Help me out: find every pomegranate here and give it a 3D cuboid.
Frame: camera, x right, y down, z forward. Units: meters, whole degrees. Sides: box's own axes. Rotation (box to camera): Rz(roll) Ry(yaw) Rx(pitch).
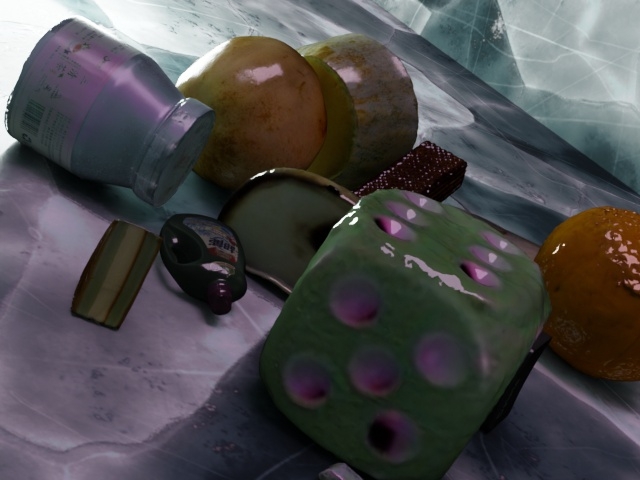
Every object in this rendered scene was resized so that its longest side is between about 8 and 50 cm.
[{"bbox_3d":[-0.144,-0.232,2.256,0.319,0.319,0.319,23,23,-10],"label":"pomegranate"}]

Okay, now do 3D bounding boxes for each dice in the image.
[{"bbox_3d":[0.127,0.130,1.727,0.318,0.330,0.322,33,22,9],"label":"dice"}]

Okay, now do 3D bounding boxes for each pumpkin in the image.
[{"bbox_3d":[0.016,-0.241,2.444,0.332,0.332,0.199,38,39,24],"label":"pumpkin"}]

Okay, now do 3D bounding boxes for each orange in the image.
[{"bbox_3d":[0.553,0.111,2.297,0.340,0.293,0.340,32,32,-23],"label":"orange"}]

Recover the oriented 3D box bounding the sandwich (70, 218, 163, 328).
[{"bbox_3d":[-0.285,0.025,1.706,0.079,0.163,0.113,22,22,-15],"label":"sandwich"}]

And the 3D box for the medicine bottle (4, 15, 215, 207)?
[{"bbox_3d":[-0.349,-0.209,2.041,0.290,0.245,0.245,30,23,4],"label":"medicine bottle"}]

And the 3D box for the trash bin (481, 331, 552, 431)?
[{"bbox_3d":[0.233,0.174,1.969,0.225,0.165,0.115,33,23,18],"label":"trash bin"}]

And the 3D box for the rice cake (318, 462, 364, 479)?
[{"bbox_3d":[0.088,0.360,1.573,0.211,0.034,0.043,34,20,17],"label":"rice cake"}]

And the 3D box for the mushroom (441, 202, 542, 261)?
[{"bbox_3d":[0.355,0.024,2.477,0.397,0.126,0.177,22,15,-5],"label":"mushroom"}]

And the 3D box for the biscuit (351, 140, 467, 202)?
[{"bbox_3d":[0.137,-0.073,2.333,0.107,0.073,0.388,31,44,24],"label":"biscuit"}]

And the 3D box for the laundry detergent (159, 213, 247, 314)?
[{"bbox_3d":[-0.184,0.043,1.899,0.144,0.078,0.221,17,27,-20],"label":"laundry detergent"}]

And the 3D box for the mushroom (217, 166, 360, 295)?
[{"bbox_3d":[0.000,-0.010,2.028,0.292,0.217,0.212,38,21,25],"label":"mushroom"}]
